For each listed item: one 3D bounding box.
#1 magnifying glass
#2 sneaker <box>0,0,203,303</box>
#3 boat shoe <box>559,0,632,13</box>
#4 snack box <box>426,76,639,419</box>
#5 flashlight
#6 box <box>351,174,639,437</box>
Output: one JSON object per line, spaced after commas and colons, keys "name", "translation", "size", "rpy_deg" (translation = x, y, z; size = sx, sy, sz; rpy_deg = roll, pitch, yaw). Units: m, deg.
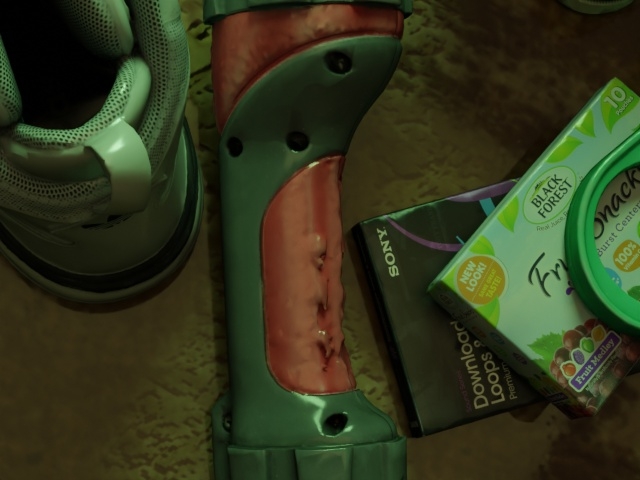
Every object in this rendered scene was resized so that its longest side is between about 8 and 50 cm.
{"name": "magnifying glass", "translation": [0.190, -0.059, 0.742], "size": [0.092, 0.026, 0.231], "rpy_deg": [26, 73, -4]}
{"name": "sneaker", "translation": [-0.157, -0.150, 0.677], "size": [0.137, 0.210, 0.366], "rpy_deg": [-27, 86, -11]}
{"name": "boat shoe", "translation": [0.133, -0.241, 0.797], "size": [0.084, 0.079, 0.233], "rpy_deg": [-15, 83, -8]}
{"name": "snack box", "translation": [0.136, 0.004, 0.751], "size": [0.100, 0.037, 0.141], "rpy_deg": [41, 76, 1]}
{"name": "flashlight", "translation": [0.000, 0.000, 0.719], "size": [0.103, 0.103, 0.304], "rpy_deg": [-4, 88, -19]}
{"name": "box", "translation": [0.109, 0.025, 0.780], "size": [0.162, 0.029, 0.116], "rpy_deg": [-16, 84, -8]}
